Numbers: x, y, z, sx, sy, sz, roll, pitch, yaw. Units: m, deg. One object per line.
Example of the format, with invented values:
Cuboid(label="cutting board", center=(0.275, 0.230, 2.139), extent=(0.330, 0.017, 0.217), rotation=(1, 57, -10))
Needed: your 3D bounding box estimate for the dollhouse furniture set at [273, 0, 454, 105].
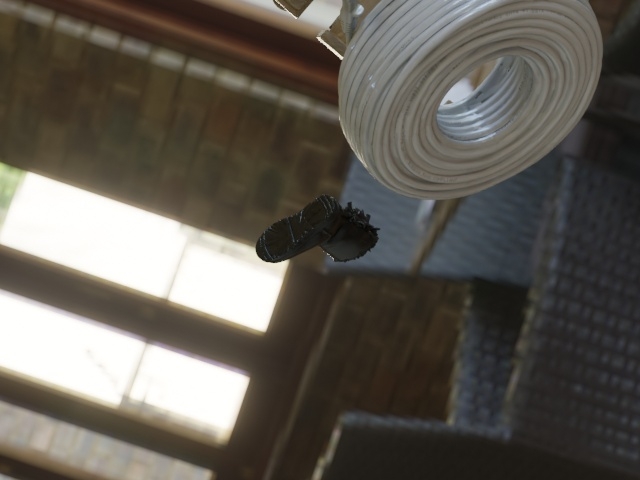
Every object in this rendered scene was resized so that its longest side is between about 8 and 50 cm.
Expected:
Cuboid(label="dollhouse furniture set", center=(0.111, -0.333, 2.028), extent=(0.303, 0.355, 0.174), rotation=(-50, 9, -3))

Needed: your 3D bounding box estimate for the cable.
Cuboid(label="cable", center=(0.139, -0.149, 1.533), extent=(0.257, 0.257, 0.089), rotation=(94, 153, -47))

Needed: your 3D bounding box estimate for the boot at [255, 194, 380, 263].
Cuboid(label="boot", center=(0.000, 0.000, 1.910), extent=(0.121, 0.099, 0.045), rotation=(-35, 55, 18))
